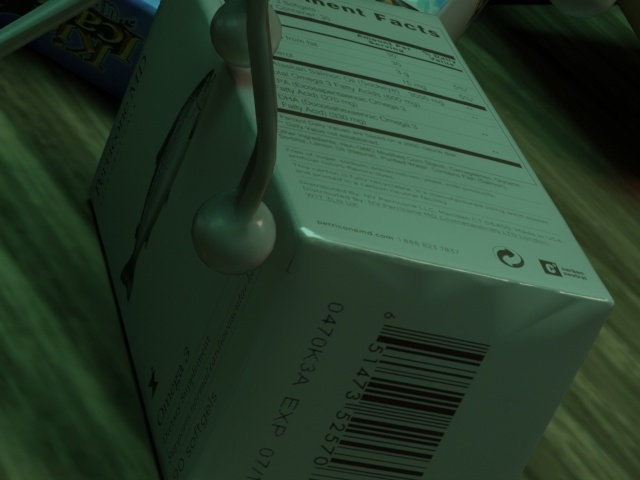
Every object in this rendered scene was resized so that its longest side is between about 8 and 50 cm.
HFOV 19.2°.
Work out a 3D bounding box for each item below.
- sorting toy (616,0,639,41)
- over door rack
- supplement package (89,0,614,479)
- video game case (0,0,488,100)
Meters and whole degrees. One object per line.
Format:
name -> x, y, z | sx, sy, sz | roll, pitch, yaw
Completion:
sorting toy -> 0.230, -0.083, 0.965 | 0.229, 0.041, 0.307 | 21, 36, -43
over door rack -> -0.079, -0.083, 0.548 | 0.324, 0.108, 0.239 | -17, 32, 11
supplement package -> 0.000, 0.000, 0.610 | 0.105, 0.105, 0.179 | 11, 29, -23
video game case -> -0.049, -0.166, 0.821 | 0.269, 0.061, 0.244 | 30, 51, 9
